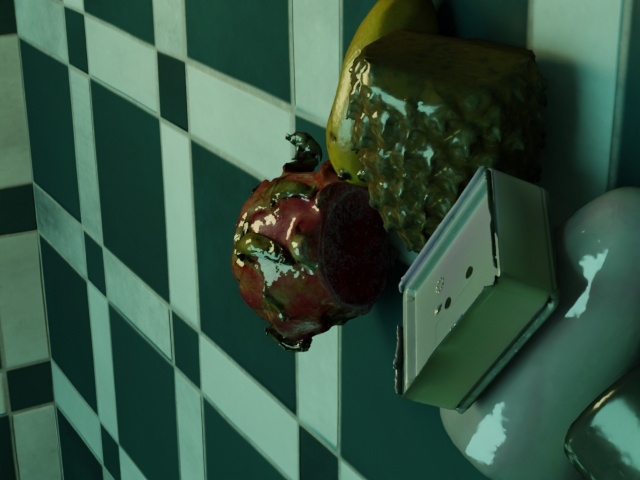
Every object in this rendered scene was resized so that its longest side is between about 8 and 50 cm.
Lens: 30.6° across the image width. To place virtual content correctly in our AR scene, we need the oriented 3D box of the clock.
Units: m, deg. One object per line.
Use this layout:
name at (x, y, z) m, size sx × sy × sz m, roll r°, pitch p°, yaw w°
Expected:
clock at (0.138, 0.047, 1.071) m, size 0.147 × 0.071 × 0.192 m, roll -86°, pitch 19°, yaw -44°

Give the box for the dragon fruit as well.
dragon fruit at (0.000, 0.000, 1.445) m, size 0.147 × 0.211 × 0.282 m, roll 0°, pitch 83°, yaw 49°

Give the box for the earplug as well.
earplug at (0.242, 0.075, 1.087) m, size 0.172 × 0.172 × 0.301 m, roll 54°, pitch 137°, yaw 38°

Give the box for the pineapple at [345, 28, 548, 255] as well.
pineapple at (0.132, -0.036, 1.201) m, size 0.202 × 0.202 × 0.361 m, roll 38°, pitch 140°, yaw 51°

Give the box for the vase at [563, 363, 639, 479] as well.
vase at (0.355, 0.243, 0.937) m, size 0.321 × 0.173 × 0.173 m, roll 55°, pitch 146°, yaw 25°

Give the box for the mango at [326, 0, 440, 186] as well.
mango at (0.076, -0.170, 1.303) m, size 0.109 × 0.147 × 0.227 m, roll 22°, pitch 99°, yaw 37°
